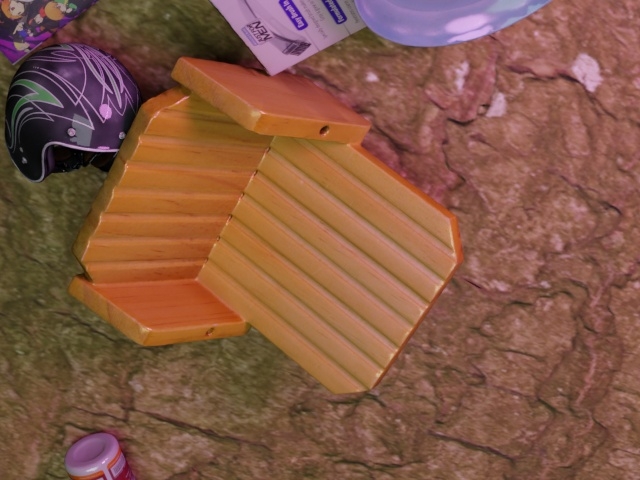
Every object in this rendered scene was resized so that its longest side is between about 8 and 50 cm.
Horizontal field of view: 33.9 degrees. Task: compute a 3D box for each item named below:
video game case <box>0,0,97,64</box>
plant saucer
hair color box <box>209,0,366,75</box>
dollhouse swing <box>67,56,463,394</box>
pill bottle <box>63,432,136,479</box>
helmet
[{"bbox_3d":[-0.357,-0.355,1.221,0.210,0.042,0.232,-32,116,14],"label":"video game case"},{"bbox_3d":[0.176,-0.330,1.125,0.318,0.043,0.317,-17,154,-8],"label":"plant saucer"},{"bbox_3d":[0.042,-0.338,1.177,0.339,0.110,0.185,-27,154,9],"label":"hair color box"},{"bbox_3d":[-0.062,0.019,1.276,0.315,0.305,0.347,-1,130,-51],"label":"dollhouse swing"},{"bbox_3d":[-0.324,0.374,1.593,0.086,0.086,0.152,-15,118,4],"label":"pill bottle"},{"bbox_3d":[-0.293,-0.155,1.260,0.169,0.169,0.161,30,133,-18],"label":"helmet"}]
